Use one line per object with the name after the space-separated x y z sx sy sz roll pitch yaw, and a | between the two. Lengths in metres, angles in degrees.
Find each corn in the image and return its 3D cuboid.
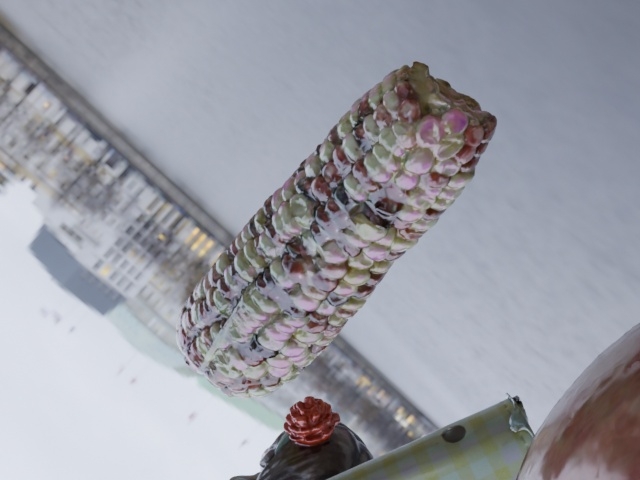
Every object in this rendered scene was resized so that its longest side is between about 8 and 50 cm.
0.000 0.000 0.621 0.092 0.280 0.092 23 -140 -21 | corn

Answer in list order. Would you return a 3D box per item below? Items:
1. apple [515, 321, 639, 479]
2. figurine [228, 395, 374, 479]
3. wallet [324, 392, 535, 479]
0.233 0.158 0.446 0.345 0.345 0.269 44 180 -26 | apple
-0.056 0.266 1.014 0.138 0.245 0.110 44 -167 -39 | figurine
0.049 0.270 0.780 0.077 0.310 0.223 -109 -6 -75 | wallet
